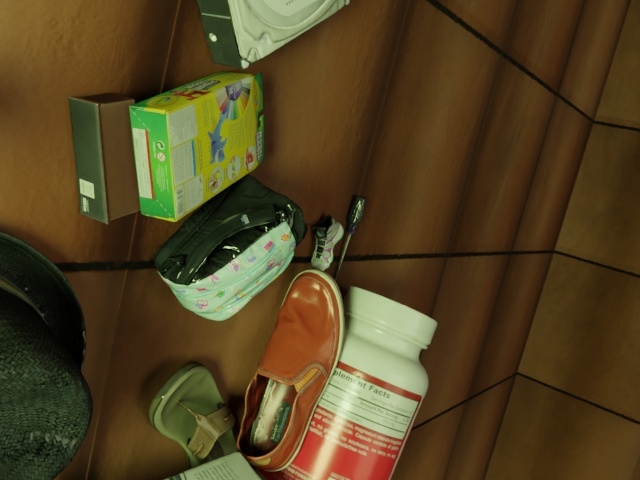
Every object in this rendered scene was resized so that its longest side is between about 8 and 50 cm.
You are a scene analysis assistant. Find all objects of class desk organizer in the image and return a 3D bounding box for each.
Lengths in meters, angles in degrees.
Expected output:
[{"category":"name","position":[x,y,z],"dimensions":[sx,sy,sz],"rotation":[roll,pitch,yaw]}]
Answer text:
[{"category":"desk organizer","position":[-0.230,-0.090,0.700],"dimensions":[0.050,0.047,0.130],"rotation":[-28,128,-50]}]

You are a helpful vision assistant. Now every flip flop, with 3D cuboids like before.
[{"category":"flip flop","position":[-0.166,0.282,0.957],"dimensions":[0.112,0.080,0.277],"rotation":[-46,140,-33]}]

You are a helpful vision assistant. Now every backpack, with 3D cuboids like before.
[{"category":"backpack","position":[-0.117,0.013,0.836],"dimensions":[0.182,0.152,0.115],"rotation":[-44,131,-17]}]

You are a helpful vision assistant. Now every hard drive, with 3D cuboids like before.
[{"category":"hard drive","position":[-0.067,-0.407,0.760],"dimensions":[0.237,0.064,0.338],"rotation":[-43,138,-36]}]

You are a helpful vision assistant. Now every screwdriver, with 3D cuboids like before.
[{"category":"screwdriver","position":[0.051,-0.001,1.191],"dimensions":[0.025,0.024,0.169],"rotation":[-61,168,-74]}]

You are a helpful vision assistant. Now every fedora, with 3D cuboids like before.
[{"category":"fedora","position":[-0.326,0.143,0.582],"dimensions":[0.334,0.153,0.333],"rotation":[-31,131,-45]}]

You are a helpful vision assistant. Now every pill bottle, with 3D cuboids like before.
[{"category":"pill bottle","position":[0.051,0.299,1.150],"dimensions":[0.229,0.229,0.407],"rotation":[34,78,-57]}]

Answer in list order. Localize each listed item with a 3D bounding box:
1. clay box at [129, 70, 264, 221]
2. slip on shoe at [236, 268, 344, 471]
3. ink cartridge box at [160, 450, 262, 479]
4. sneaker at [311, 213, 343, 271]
[{"category":"clay box","position":[-0.137,-0.125,0.783],"dimensions":[0.222,0.053,0.127],"rotation":[-47,144,-57]},{"category":"slip on shoe","position":[-0.048,0.203,1.032],"dimensions":[0.101,0.123,0.331],"rotation":[34,73,-64]},{"category":"ink cartridge box","position":[-0.222,0.433,0.853],"dimensions":[0.307,0.129,0.223],"rotation":[1,126,-56]},{"category":"sneaker","position":[0.000,0.000,1.099],"dimensions":[0.069,0.038,0.098],"rotation":[50,55,-52]}]
